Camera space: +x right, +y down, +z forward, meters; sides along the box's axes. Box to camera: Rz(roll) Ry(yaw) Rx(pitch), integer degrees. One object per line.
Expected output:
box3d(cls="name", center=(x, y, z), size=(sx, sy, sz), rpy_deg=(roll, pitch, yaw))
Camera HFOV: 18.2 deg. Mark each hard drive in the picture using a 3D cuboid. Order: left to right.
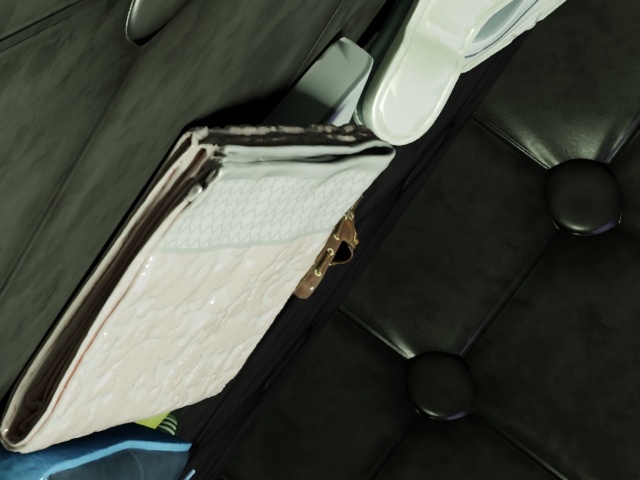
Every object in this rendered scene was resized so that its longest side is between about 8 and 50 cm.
box3d(cls="hard drive", center=(-0.059, -0.034, 1.935), size=(0.233, 0.047, 0.353), rpy_deg=(-50, 173, -21))

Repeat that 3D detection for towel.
box3d(cls="towel", center=(-0.097, 0.036, 1.691), size=(0.317, 0.053, 0.332), rpy_deg=(-54, 161, 20))

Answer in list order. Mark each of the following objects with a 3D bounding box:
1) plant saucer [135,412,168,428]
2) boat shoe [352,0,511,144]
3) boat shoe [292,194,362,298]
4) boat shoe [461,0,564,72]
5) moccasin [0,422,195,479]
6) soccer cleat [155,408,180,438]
box3d(cls="plant saucer", center=(-0.156, 0.130, 2.203), size=(0.241, 0.037, 0.241), rpy_deg=(-53, 174, -7))
box3d(cls="boat shoe", center=(0.119, -0.248, 1.969), size=(0.099, 0.116, 0.319), rpy_deg=(31, -89, 53))
box3d(cls="boat shoe", center=(0.000, 0.000, 2.023), size=(0.073, 0.073, 0.207), rpy_deg=(-58, 174, 34))
box3d(cls="boat shoe", center=(0.222, -0.291, 2.167), size=(0.367, 0.136, 0.156), rpy_deg=(-46, 172, -26))
box3d(cls="moccasin", center=(-0.223, 0.223, 1.780), size=(0.342, 0.137, 0.117), rpy_deg=(3, 99, -69))
box3d(cls="soccer cleat", center=(-0.193, 0.238, 2.373), size=(0.060, 0.072, 0.179), rpy_deg=(-54, 174, 11))
